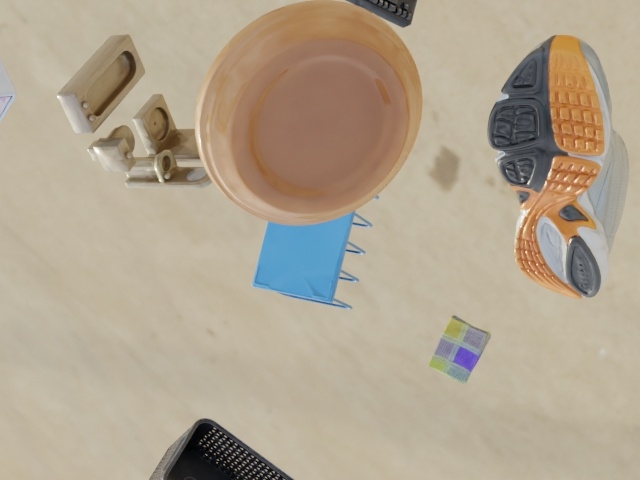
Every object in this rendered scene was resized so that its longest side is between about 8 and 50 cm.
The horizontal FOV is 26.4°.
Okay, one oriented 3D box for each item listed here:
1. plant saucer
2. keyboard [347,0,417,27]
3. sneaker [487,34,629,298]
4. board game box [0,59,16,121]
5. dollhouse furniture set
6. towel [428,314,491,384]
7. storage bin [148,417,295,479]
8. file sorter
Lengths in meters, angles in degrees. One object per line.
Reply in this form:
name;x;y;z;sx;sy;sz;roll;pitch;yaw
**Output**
plant saucer;-0.004;-0.099;1.138;0.200;0.200;0.037;58;178;-32
keyboard;0.062;-0.348;1.727;0.180;0.108;0.023;17;170;-42
sneaker;0.208;-0.078;1.137;0.099;0.121;0.262;16;142;23
board game box;-0.388;-0.006;0.826;0.319;0.318;0.066;-47;62;42
dollhouse furniture set;-0.167;-0.133;1.449;0.123;0.144;0.151;2;131;29
towel;0.185;0.146;1.822;0.060;0.009;0.083;28;107;7
storage bin;-0.117;0.321;1.669;0.180;0.122;0.084;37;137;-6
file sorter;0.000;0.000;1.845;0.118;0.170;0.104;10;171;26
